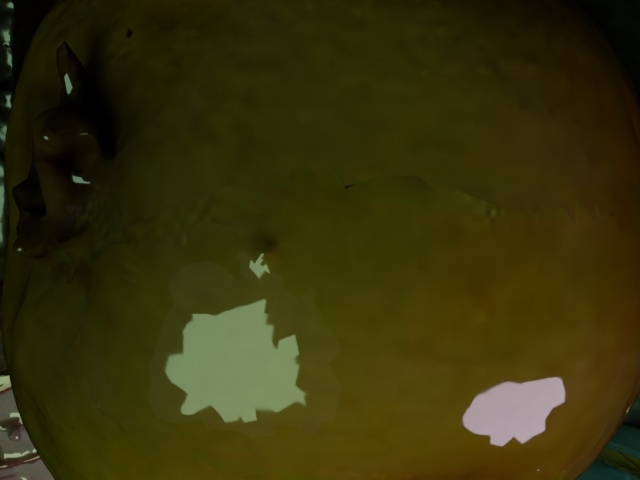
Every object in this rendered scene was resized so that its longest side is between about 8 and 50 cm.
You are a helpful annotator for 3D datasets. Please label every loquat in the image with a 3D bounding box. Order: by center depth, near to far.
[{"bbox_3d":[0.000,0.000,0.522,0.208,0.208,0.208,17,131,20],"label":"loquat"}]

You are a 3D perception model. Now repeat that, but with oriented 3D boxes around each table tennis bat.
[{"bbox_3d":[0.119,0.079,0.585,0.100,0.019,0.155,25,172,-13],"label":"table tennis bat"}]

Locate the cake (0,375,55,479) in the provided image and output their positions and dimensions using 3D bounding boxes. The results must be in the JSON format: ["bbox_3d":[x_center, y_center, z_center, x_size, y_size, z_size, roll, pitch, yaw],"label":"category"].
[{"bbox_3d":[-0.180,0.062,0.779,0.287,0.135,0.098,-6,117,12],"label":"cake"}]

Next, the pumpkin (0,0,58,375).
[{"bbox_3d":[-0.141,-0.034,0.598,0.131,0.126,0.248,12,147,24],"label":"pumpkin"}]
